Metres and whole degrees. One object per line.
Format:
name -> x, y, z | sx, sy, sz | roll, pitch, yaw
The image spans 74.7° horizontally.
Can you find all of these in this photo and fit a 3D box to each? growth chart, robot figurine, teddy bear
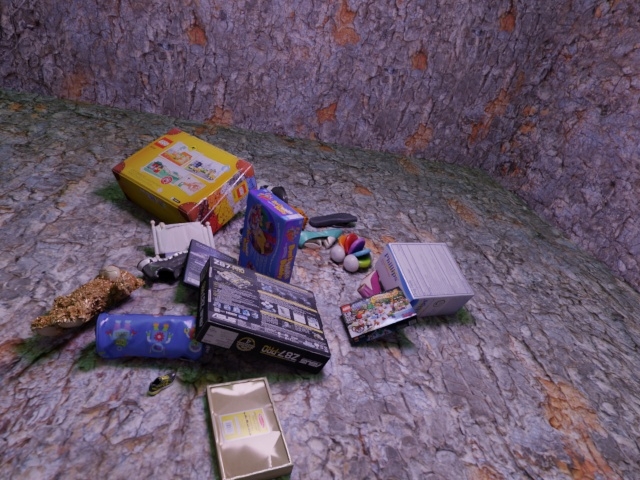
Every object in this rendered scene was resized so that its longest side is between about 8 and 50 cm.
growth chart -> -0.524, 0.006, 1.614 | 0.237, 0.172, 0.021 | -2, -5, -22
robot figurine -> -0.209, -0.139, 2.005 | 0.291, 0.085, 0.211 | 16, -7, 10
teddy bear -> -0.675, 0.164, 1.230 | 0.245, 0.113, 0.338 | -20, 14, 37

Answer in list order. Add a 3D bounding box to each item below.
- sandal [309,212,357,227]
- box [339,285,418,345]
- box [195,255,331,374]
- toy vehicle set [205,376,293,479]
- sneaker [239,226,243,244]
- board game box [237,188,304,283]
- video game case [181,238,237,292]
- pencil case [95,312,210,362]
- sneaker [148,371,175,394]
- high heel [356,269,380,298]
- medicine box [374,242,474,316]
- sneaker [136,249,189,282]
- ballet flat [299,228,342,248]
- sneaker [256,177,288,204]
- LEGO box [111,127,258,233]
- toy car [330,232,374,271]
sandal -> 0.064, -0.097, 2.146 | 0.255, 0.054, 0.097 | -6, 26, -15
box -> 0.199, 0.259, 1.465 | 0.233, 0.044, 0.159 | -19, 35, -3
box -> -0.178, 0.224, 1.297 | 0.395, 0.097, 0.318 | 23, 25, -25
toy vehicle set -> -0.185, 0.465, 1.045 | 0.166, 0.035, 0.267 | 0, 32, -24
sneaker -> -0.290, -0.051, 1.848 | 0.125, 0.104, 0.262 | 11, 29, 0
board game box -> -0.190, 0.021, 1.508 | 0.078, 0.347, 0.233 | -12, 39, -40
video game case -> -0.394, 0.111, 1.521 | 0.196, 0.026, 0.274 | 28, 21, -24
pencil case -> -0.467, 0.274, 1.181 | 0.306, 0.133, 0.119 | 6, -10, -15
sneaker -> -0.417, 0.373, 1.109 | 0.031, 0.035, 0.083 | 26, 31, 20
high heel -> 0.219, 0.198, 1.681 | 0.117, 0.082, 0.244 | 50, 18, 0
medicine box -> 0.404, 0.153, 1.663 | 0.289, 0.149, 0.263 | 0, 50, -23
sneaker -> -0.527, 0.102, 1.509 | 0.234, 0.078, 0.106 | -13, 51, -49
ballet flat -> 0.000, 0.000, 1.924 | 0.247, 0.083, 0.087 | -4, 57, -28
sneaker -> -0.285, -0.231, 2.163 | 0.146, 0.122, 0.330 | -14, 27, -30
LEGO box -> -0.595, -0.261, 1.867 | 0.500, 0.193, 0.372 | 28, 56, 24
toy car -> 0.148, 0.042, 1.834 | 0.159, 0.136, 0.182 | -16, 40, -42
